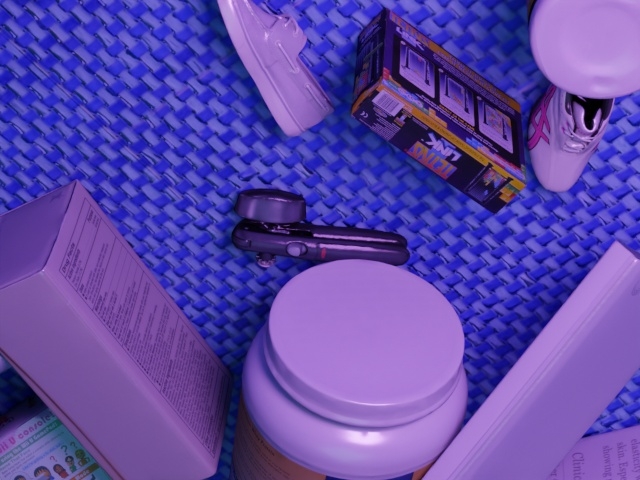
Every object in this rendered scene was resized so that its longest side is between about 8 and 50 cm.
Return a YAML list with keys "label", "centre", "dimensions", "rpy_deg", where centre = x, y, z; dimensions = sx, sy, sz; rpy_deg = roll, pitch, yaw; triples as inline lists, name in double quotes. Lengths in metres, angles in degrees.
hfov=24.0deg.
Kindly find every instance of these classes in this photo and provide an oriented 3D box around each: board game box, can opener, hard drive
- label: "board game box"
  centre: [0.109, -0.120, 1.380]
  dimensions: [0.170, 0.141, 0.048]
  rpy_deg: [34, 121, -18]
- label: "board game box"
  centre: [-0.292, 0.338, 1.707]
  dimensions: [0.224, 0.097, 0.303]
  rpy_deg: [-34, 106, 3]
- label: "can opener"
  centre: [0.000, 0.000, 1.532]
  dimensions: [0.186, 0.059, 0.073]
  rpy_deg: [12, 126, -3]
- label: "hard drive"
  centre: [0.240, 0.146, 1.497]
  dimensions: [0.307, 0.040, 0.203]
  rpy_deg: [-52, 150, 11]

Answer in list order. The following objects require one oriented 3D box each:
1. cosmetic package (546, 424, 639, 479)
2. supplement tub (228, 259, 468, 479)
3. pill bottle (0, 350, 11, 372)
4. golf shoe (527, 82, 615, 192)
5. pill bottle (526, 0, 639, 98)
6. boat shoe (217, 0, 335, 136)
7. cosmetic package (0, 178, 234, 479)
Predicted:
- label: "cosmetic package"
  centre: [0.341, 0.435, 1.656]
  dimensions: [0.394, 0.329, 0.327]
  rpy_deg: [-15, 123, 17]
- label: "supplement tub"
  centre: [0.026, 0.196, 1.553]
  dimensions: [0.228, 0.228, 0.316]
  rpy_deg: [8, 134, -1]
- label: "pill bottle"
  centre: [-0.463, 0.120, 1.592]
  dimensions: [0.319, 0.176, 0.176]
  rpy_deg: [-23, 121, 21]
- label: "golf shoe"
  centre: [0.235, -0.115, 1.408]
  dimensions: [0.067, 0.086, 0.186]
  rpy_deg: [6, 128, -1]
- label: "pill bottle"
  centre: [0.230, -0.219, 1.252]
  dimensions: [0.119, 0.208, 0.119]
  rpy_deg: [2, 127, 3]
- label: "boat shoe"
  centre: [-0.042, -0.179, 1.403]
  dimensions: [0.063, 0.066, 0.184]
  rpy_deg: [-26, 119, 6]
- label: "cosmetic package"
  centre: [-0.224, 0.110, 1.574]
  dimensions: [0.113, 0.160, 0.309]
  rpy_deg: [-23, 120, 22]
